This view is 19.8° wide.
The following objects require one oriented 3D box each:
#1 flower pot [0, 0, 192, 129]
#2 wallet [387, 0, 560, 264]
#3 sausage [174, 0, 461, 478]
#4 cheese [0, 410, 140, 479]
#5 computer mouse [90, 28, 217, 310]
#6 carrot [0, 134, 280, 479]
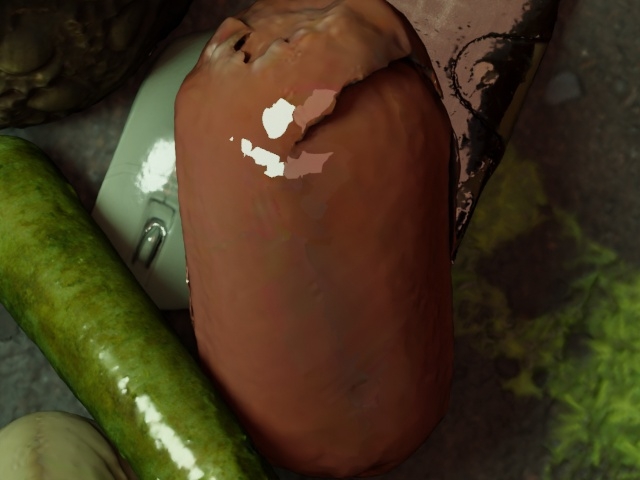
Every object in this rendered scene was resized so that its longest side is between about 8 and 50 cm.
[{"bbox_3d":[-0.191,-0.197,0.958,0.266,0.267,0.267,0,88,-1],"label":"flower pot"},{"bbox_3d":[0.067,-0.111,1.075,0.122,0.031,0.232,22,90,-1],"label":"wallet"},{"bbox_3d":[0.000,0.000,0.992,0.152,0.152,0.280,-3,114,-1],"label":"sausage"},{"bbox_3d":[-0.106,0.196,0.984,0.117,0.218,0.235,-43,57,20],"label":"cheese"},{"bbox_3d":[-0.082,-0.037,1.062,0.089,0.056,0.182,23,89,4],"label":"computer mouse"},{"bbox_3d":[-0.099,0.074,0.979,0.074,0.074,0.358,-39,61,-1],"label":"carrot"}]
